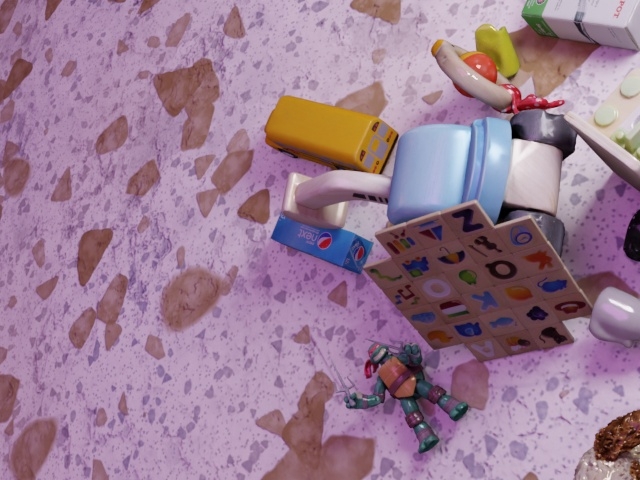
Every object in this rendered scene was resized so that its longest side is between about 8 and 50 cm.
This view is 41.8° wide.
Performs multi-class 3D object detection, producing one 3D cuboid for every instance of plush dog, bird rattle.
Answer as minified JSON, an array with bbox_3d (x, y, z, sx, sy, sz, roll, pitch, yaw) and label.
[{"bbox_3d":[0.407,0.346,1.130,0.210,0.225,0.262,-5,70,37],"label":"plush dog"},{"bbox_3d":[0.294,-0.274,1.493,0.143,0.207,0.253,-52,37,35],"label":"bird rattle"}]

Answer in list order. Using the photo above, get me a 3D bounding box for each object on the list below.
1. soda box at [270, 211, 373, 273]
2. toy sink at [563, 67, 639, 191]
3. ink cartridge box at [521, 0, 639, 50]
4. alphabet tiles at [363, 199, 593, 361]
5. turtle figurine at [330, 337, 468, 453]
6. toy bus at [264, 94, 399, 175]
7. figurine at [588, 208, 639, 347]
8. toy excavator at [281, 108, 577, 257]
[{"bbox_3d":[0.000,0.000,1.696,0.210,0.067,0.071,20,86,42],"label":"soda box"},{"bbox_3d":[0.495,-0.152,1.251,0.131,0.234,0.153,-50,49,12],"label":"toy sink"},{"bbox_3d":[0.483,-0.430,1.466,0.208,0.087,0.153,25,89,42],"label":"ink cartridge box"},{"bbox_3d":[0.245,0.075,1.306,0.285,0.342,0.011,-19,38,32],"label":"alphabet tiles"},{"bbox_3d":[0.137,0.244,1.460,0.234,0.118,0.175,44,117,25],"label":"turtle figurine"},{"bbox_3d":[0.004,-0.218,1.737,0.332,0.130,0.108,22,87,41],"label":"toy bus"},{"bbox_3d":[0.534,0.082,1.232,0.209,0.092,0.215,24,89,37],"label":"figurine"},{"bbox_3d":[0.159,-0.089,1.437,0.445,0.433,0.222,12,78,0],"label":"toy excavator"}]
